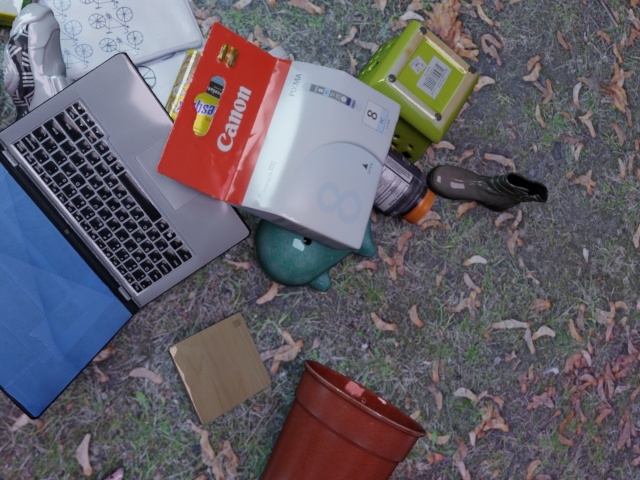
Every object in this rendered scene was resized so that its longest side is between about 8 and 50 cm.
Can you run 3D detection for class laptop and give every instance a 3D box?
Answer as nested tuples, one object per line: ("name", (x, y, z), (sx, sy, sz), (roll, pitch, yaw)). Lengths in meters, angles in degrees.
("laptop", (-0.375, -0.023, 0.828), (0.407, 0.236, 0.382), (-33, 109, 0))

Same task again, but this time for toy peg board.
("toy peg board", (-0.210, 0.252, 1.055), (0.160, 0.079, 0.161), (-25, 93, -34))

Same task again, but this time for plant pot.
("plant pot", (0.023, 0.417, 1.017), (0.272, 0.272, 0.265), (30, 84, -13))
("plant pot", (0.198, -0.323, 1.163), (0.227, 0.207, 0.228), (36, 74, -11))

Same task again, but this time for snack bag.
("snack bag", (-0.381, -0.362, 1.072), (0.322, 0.037, 0.343), (-24, 92, -19))

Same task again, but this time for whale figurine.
("whale figurine", (0.000, 0.000, 1.101), (0.271, 0.141, 0.217), (-6, 86, -19))

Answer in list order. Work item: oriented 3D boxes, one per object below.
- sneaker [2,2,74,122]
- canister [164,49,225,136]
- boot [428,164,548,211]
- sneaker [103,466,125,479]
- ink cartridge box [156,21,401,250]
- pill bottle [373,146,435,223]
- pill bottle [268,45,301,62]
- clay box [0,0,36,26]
("sneaker", (-0.445, -0.222, 0.958), (0.210, 0.137, 0.367), (6, 101, -15))
("canister", (-0.243, -0.280, 1.061), (0.126, 0.073, 0.170), (21, 82, -19))
("boot", (0.392, -0.136, 1.228), (0.246, 0.161, 0.084), (15, 80, -16))
("sneaker", (-0.285, 0.544, 0.973), (0.318, 0.112, 0.131), (35, 78, -13))
("ink cartridge box", (-0.057, -0.189, 0.961), (0.384, 0.091, 0.309), (23, 77, -25))
("pill bottle", (0.136, -0.140, 1.165), (0.245, 0.130, 0.131), (36, 75, -11))
("pill bottle", (-0.056, -0.315, 1.130), (0.112, 0.112, 0.187), (-40, 97, -17))
("clay box", (-0.649, -0.480, 0.977), (0.221, 0.053, 0.128), (9, 82, -4))
